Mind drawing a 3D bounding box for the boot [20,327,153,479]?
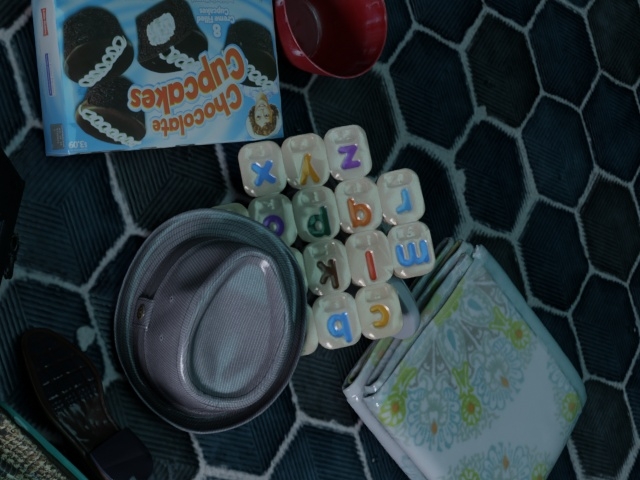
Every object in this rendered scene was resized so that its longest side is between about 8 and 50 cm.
[{"bbox_3d":[-0.279,0.207,1.431,0.082,0.106,0.219,-25,71,-37],"label":"boot"}]

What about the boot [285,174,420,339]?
[{"bbox_3d":[0.071,0.001,1.717,0.258,0.095,0.123,53,51,-7],"label":"boot"}]

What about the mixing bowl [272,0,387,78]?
[{"bbox_3d":[-0.009,-0.298,1.707,0.181,0.098,0.181,7,80,-40],"label":"mixing bowl"}]

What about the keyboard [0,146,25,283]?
[{"bbox_3d":[-0.357,-0.004,1.384,0.108,0.023,0.180,71,21,-56],"label":"keyboard"}]

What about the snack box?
[{"bbox_3d":[-0.191,-0.206,1.554,0.322,0.060,0.187,-9,96,-41],"label":"snack box"}]

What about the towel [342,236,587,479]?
[{"bbox_3d":[0.220,0.225,1.836,0.374,0.090,0.320,51,58,-22],"label":"towel"}]

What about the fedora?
[{"bbox_3d":[-0.113,0.094,1.509,0.243,0.124,0.275,26,77,-20],"label":"fedora"}]

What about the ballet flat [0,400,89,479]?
[{"bbox_3d":[-0.387,0.182,1.290,0.182,0.164,0.483,-40,113,-26],"label":"ballet flat"}]

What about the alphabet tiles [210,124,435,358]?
[{"bbox_3d":[0.000,0.000,1.628,0.284,0.021,0.278,-12,88,-9],"label":"alphabet tiles"}]
